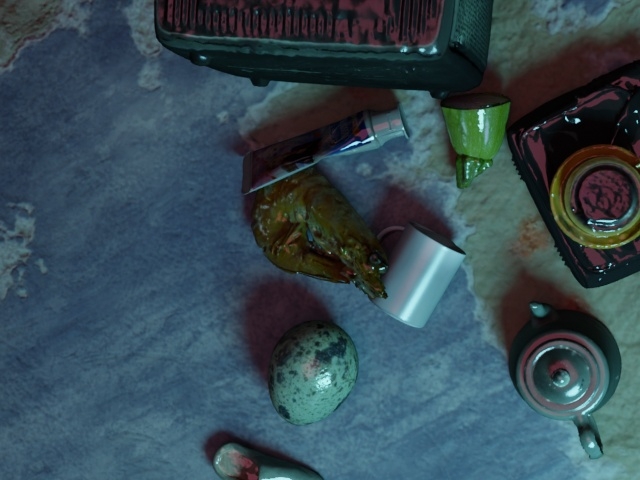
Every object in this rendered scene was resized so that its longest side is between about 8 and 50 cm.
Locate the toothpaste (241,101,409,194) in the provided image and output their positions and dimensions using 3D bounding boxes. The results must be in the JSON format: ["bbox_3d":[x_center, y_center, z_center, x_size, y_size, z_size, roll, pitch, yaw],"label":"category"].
[{"bbox_3d":[0.001,-0.140,1.715,0.266,0.096,0.061,-18,129,14],"label":"toothpaste"}]

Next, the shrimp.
[{"bbox_3d":[0.001,0.000,1.694,0.154,0.062,0.294,-52,54,6],"label":"shrimp"}]

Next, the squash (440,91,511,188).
[{"bbox_3d":[0.229,-0.142,1.662,0.105,0.105,0.132,-1,108,14],"label":"squash"}]

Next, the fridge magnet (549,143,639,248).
[{"bbox_3d":[0.383,-0.059,1.546,0.143,0.063,0.143,0,92,6],"label":"fridge magnet"}]

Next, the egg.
[{"bbox_3d":[-0.014,0.200,1.706,0.132,0.132,0.172,26,110,12],"label":"egg"}]

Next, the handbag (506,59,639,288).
[{"bbox_3d":[0.418,-0.093,1.614,0.244,0.088,0.275,-27,85,10],"label":"handbag"}]

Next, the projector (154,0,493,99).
[{"bbox_3d":[0.021,-0.329,1.533,0.395,0.405,0.242,7,94,14],"label":"projector"}]

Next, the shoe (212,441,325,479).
[{"bbox_3d":[-0.085,0.372,1.759,0.195,0.078,0.079,23,97,16],"label":"shoe"}]

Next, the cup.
[{"bbox_3d":[0.136,0.043,1.692,0.099,0.136,0.133,24,100,-23],"label":"cup"}]

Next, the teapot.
[{"bbox_3d":[0.347,0.194,1.608,0.162,0.149,0.239,-20,87,13],"label":"teapot"}]
